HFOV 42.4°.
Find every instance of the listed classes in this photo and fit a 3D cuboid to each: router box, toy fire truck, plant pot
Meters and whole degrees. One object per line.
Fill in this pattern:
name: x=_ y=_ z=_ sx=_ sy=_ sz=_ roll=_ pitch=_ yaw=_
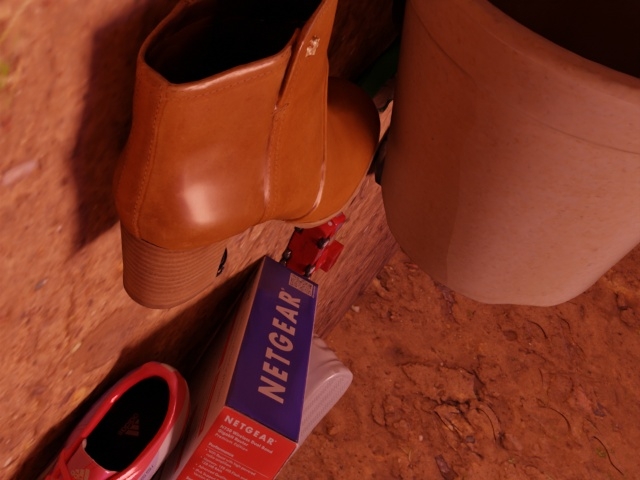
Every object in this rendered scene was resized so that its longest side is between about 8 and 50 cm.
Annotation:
router box: x=-0.120 y=0.217 z=0.944 sx=0.301 sy=0.082 sz=0.335 roll=-56 pitch=-170 yaw=22
toy fire truck: x=0.000 y=0.000 z=1.173 sx=0.135 sy=0.047 sz=0.192 roll=-46 pitch=168 yaw=-40
plant pot: x=0.187 y=-0.114 z=0.650 sx=0.334 sy=0.333 sz=0.305 roll=-47 pitch=163 yaw=-34

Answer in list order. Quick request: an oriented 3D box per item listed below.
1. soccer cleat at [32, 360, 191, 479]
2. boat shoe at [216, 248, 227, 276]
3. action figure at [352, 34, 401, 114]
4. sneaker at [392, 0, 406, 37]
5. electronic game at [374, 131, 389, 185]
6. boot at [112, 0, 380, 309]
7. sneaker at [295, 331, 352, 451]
soccer cleat: x=-0.229 y=0.242 z=0.743 sx=0.318 sy=0.108 sz=0.116 roll=-54 pitch=172 yaw=-26
boat shoe: x=-0.100 y=0.011 z=0.708 sx=0.049 sy=0.040 sz=0.142 roll=-45 pitch=168 yaw=-44
action figure: x=0.088 y=-0.181 z=0.845 sx=0.232 sy=0.063 sz=0.137 roll=-45 pitch=-167 yaw=-16
sneaker: x=0.147 y=-0.271 z=0.766 sx=0.211 sy=0.080 sz=0.081 roll=-51 pitch=173 yaw=17
electronic game: x=0.157 y=-0.180 z=1.287 sx=0.229 sy=0.048 sz=0.229 roll=-51 pitch=171 yaw=-11
boot: x=-0.017 y=-0.094 z=0.536 sx=0.295 sy=0.104 sz=0.211 roll=-45 pitch=166 yaw=-41
sneaker: x=-0.095 y=0.227 z=1.186 sx=0.292 sy=0.169 sz=0.108 roll=-49 pitch=149 yaw=17
